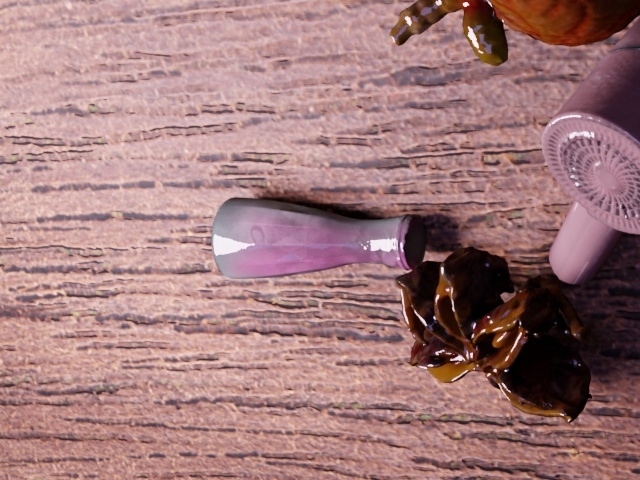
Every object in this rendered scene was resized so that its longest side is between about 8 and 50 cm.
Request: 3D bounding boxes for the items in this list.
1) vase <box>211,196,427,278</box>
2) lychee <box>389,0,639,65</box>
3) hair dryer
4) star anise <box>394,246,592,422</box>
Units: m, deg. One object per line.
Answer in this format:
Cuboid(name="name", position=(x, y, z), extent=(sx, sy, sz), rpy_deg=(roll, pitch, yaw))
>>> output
Cuboid(name="vase", position=(0.000, 0.000, 1.684), extent=(0.214, 0.086, 0.086), rpy_deg=(2, 117, 25))
Cuboid(name="lychee", position=(0.167, -0.269, 1.318), extent=(0.255, 0.255, 0.300), rpy_deg=(40, 91, 6))
Cuboid(name="hair dryer", position=(0.271, -0.069, 1.442), extent=(0.125, 0.210, 0.352), rpy_deg=(37, 154, 10))
Cuboid(name="star anise", position=(0.177, 0.092, 1.600), extent=(0.220, 0.126, 0.190), rpy_deg=(29, 140, 29))
